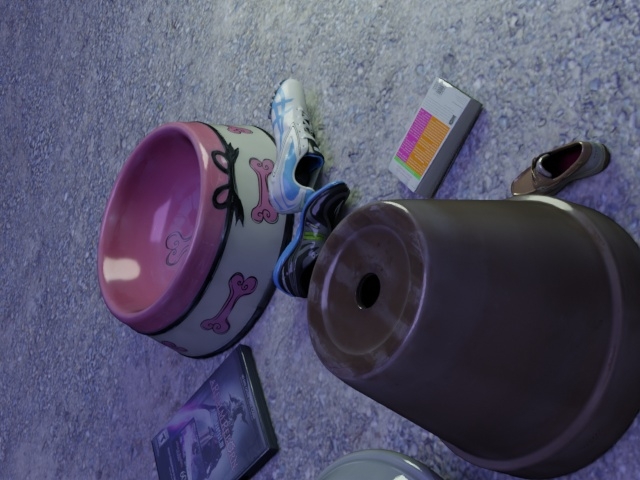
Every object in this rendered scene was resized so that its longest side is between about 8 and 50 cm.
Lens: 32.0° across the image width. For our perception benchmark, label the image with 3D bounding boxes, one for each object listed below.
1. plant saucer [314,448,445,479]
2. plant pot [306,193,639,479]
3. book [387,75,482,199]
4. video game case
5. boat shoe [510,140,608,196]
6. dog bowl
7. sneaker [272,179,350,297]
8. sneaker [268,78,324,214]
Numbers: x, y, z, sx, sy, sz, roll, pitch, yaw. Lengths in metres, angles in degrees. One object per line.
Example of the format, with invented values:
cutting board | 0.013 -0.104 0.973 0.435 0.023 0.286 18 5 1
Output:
plant saucer | 0.050 0.445 1.275 0.400 0.101 0.400 -1 89 53
plant pot | 0.150 0.083 1.206 0.323 0.280 0.323 -23 60 47
book | 0.150 -0.141 1.504 0.144 0.035 0.096 -62 35 14
video game case | -0.172 0.321 1.746 0.274 0.026 0.196 -49 43 30
boat shoe | 0.271 -0.085 1.310 0.135 0.045 0.050 -30 54 43
dog bowl | -0.226 -0.016 1.846 0.408 0.150 0.407 -23 59 46
sneaker | 0.000 0.000 1.629 0.078 0.067 0.188 31 101 31
sneaker | -0.032 -0.148 1.716 0.086 0.085 0.237 -13 60 21
